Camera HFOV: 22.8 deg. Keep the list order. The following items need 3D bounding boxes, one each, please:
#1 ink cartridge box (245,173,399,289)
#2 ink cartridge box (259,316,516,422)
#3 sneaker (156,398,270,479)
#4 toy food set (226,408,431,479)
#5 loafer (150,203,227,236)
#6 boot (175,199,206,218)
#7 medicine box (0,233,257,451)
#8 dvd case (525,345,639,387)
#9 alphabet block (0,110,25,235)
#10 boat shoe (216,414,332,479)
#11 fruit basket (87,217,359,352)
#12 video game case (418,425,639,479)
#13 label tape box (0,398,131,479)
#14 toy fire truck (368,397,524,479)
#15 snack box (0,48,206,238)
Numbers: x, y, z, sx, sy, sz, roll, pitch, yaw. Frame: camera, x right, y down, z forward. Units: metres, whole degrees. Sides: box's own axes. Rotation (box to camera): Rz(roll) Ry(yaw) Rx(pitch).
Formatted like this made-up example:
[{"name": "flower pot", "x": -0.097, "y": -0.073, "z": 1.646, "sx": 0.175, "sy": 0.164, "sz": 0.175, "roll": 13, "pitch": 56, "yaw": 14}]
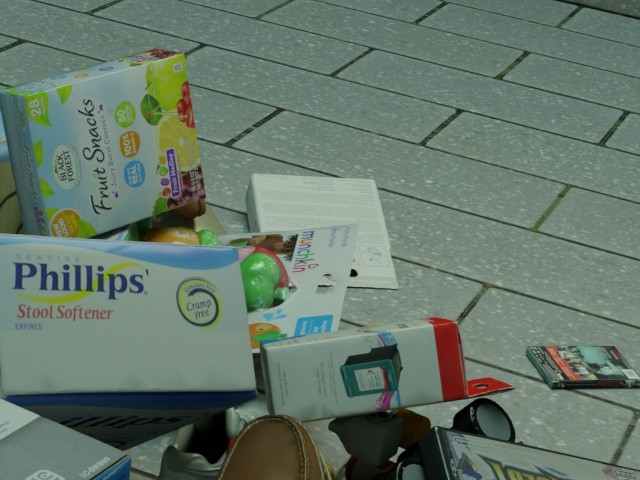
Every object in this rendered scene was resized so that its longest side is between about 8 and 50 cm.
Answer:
[{"name": "ink cartridge box", "x": 0.000, "y": 0.000, "z": 2.147, "sx": 0.181, "sy": 0.056, "sz": 0.225, "roll": 3, "pitch": 43, "yaw": -13}, {"name": "ink cartridge box", "x": 0.061, "y": 0.122, "z": 1.543, "sx": 0.231, "sy": 0.078, "sz": 0.134, "roll": -8, "pitch": 0, "yaw": -5}, {"name": "sneaker", "x": -0.087, "y": 0.199, "z": 1.562, "sx": 0.090, "sy": 0.115, "sz": 0.232, "roll": 16, "pitch": 25, "yaw": 17}, {"name": "toy food set", "x": 0.007, "y": 0.218, "z": 1.558, "sx": 0.104, "sy": 0.111, "sz": 0.232, "roll": 20, "pitch": 22, "yaw": 27}, {"name": "loafer", "x": -0.162, "y": 0.005, "z": 2.004, "sx": 0.102, "sy": 0.092, "sz": 0.268, "roll": -13, "pitch": 32, "yaw": -40}, {"name": "boot", "x": -0.244, "y": -0.062, "z": 1.921, "sx": 0.152, "sy": 0.197, "sz": 0.073, "roll": -50, "pitch": 17, "yaw": -25}, {"name": "medicine box", "x": -0.249, "y": 0.107, "z": 1.445, "sx": 0.263, "sy": 0.149, "sz": 0.289, "roll": 3, "pitch": -19, "yaw": -39}, {"name": "dvd case", "x": 0.319, "y": 0.153, "z": 1.927, "sx": 0.119, "sy": 0.013, "sz": 0.087, "roll": 0, "pitch": 25, "yaw": -16}, {"name": "alphabet block", "x": -0.432, "y": -0.056, "z": 1.926, "sx": 0.193, "sy": 0.197, "sz": 0.192, "roll": 20, "pitch": 27, "yaw": 26}, {"name": "boat shoe", "x": -0.053, "y": 0.254, "z": 1.327, "sx": 0.111, "sy": 0.104, "sz": 0.307, "roll": -10, "pitch": 42, "yaw": 14}, {"name": "fruit basket", "x": -0.144, "y": 0.046, "z": 1.773, "sx": 0.353, "sy": 0.165, "sz": 0.327, "roll": -9, "pitch": 22, "yaw": 11}, {"name": "video game case", "x": 0.230, "y": 0.289, "z": 1.374, "sx": 0.275, "sy": 0.035, "sz": 0.248, "roll": 16, "pitch": 40, "yaw": -27}, {"name": "label tape box", "x": -0.322, "y": 0.230, "z": 1.262, "sx": 0.333, "sy": 0.240, "sz": 0.106, "roll": 19, "pitch": 26, "yaw": 22}, {"name": "toy fire truck", "x": 0.160, "y": 0.287, "z": 1.451, "sx": 0.246, "sy": 0.158, "sz": 0.217, "roll": 53, "pitch": 37, "yaw": 6}, {"name": "snack box", "x": -0.238, "y": -0.104, "z": 1.756, "sx": 0.207, "sy": 0.174, "sz": 0.070, "roll": -21, "pitch": 22, "yaw": -33}]
